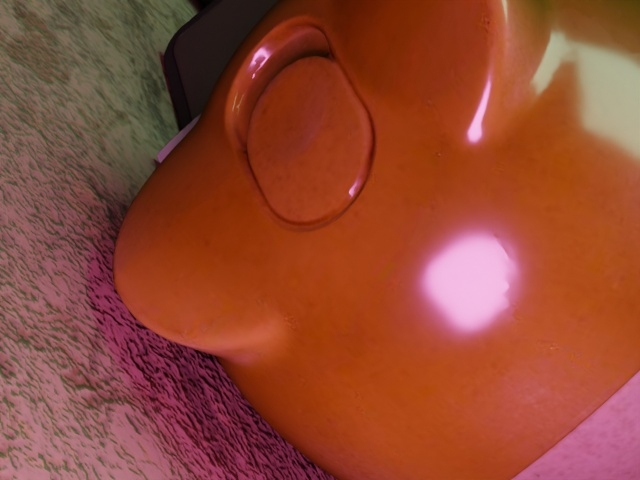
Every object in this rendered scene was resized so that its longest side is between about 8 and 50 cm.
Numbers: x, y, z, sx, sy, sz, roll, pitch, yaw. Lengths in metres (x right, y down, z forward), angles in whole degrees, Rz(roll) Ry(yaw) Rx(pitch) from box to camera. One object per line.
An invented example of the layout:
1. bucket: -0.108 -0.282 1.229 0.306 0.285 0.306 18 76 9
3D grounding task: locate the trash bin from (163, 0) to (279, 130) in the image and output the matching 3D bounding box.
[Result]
1. trash bin: 0.054 -0.116 1.418 0.343 0.223 0.158 37 22 -40

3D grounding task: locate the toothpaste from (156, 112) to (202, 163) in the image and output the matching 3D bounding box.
1. toothpaste: 0.000 0.000 1.303 0.336 0.067 0.081 32 25 -47

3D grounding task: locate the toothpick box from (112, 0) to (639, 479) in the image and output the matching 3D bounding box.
1. toothpick box: 0.114 -0.012 1.051 0.425 0.409 0.409 26 29 -42

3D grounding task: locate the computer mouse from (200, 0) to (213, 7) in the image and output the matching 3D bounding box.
1. computer mouse: -0.017 -0.226 1.642 0.323 0.116 0.183 49 22 -7
